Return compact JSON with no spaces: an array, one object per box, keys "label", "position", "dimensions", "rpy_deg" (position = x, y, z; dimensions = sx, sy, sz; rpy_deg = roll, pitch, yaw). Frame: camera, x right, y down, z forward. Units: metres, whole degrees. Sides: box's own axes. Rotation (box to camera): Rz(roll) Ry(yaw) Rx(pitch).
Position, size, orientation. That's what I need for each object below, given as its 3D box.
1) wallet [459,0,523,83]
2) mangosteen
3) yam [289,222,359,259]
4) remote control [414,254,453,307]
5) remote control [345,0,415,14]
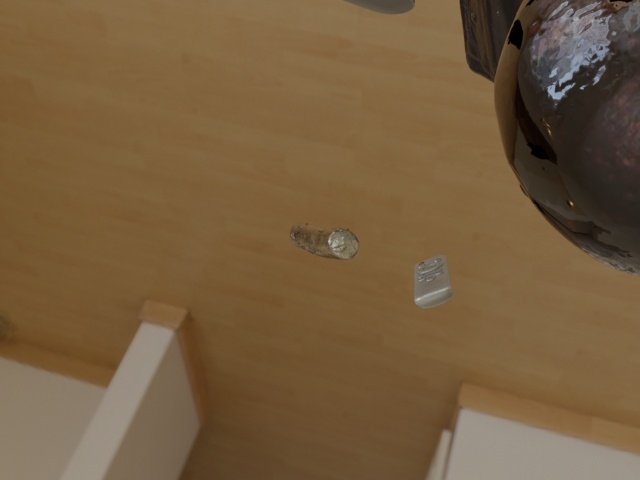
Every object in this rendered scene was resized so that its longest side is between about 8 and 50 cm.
[{"label":"wallet","position":[0.304,-0.362,1.366],"dimensions":[0.041,0.323,0.247],"rpy_deg":[-20,121,-8]},{"label":"mangosteen","position":[0.299,-0.124,0.655],"dimensions":[0.313,0.297,0.297],"rpy_deg":[-39,120,7]},{"label":"yam","position":[0.000,0.000,0.794],"dimensions":[0.032,0.032,0.145],"rpy_deg":[35,174,-17]},{"label":"remote control","position":[0.151,0.055,1.082],"dimensions":[0.050,0.184,0.027],"rpy_deg":[-20,100,11]},{"label":"remote control","position":[0.026,-0.357,1.106],"dimensions":[0.245,0.022,0.077],"rpy_deg":[10,173,-31]}]
